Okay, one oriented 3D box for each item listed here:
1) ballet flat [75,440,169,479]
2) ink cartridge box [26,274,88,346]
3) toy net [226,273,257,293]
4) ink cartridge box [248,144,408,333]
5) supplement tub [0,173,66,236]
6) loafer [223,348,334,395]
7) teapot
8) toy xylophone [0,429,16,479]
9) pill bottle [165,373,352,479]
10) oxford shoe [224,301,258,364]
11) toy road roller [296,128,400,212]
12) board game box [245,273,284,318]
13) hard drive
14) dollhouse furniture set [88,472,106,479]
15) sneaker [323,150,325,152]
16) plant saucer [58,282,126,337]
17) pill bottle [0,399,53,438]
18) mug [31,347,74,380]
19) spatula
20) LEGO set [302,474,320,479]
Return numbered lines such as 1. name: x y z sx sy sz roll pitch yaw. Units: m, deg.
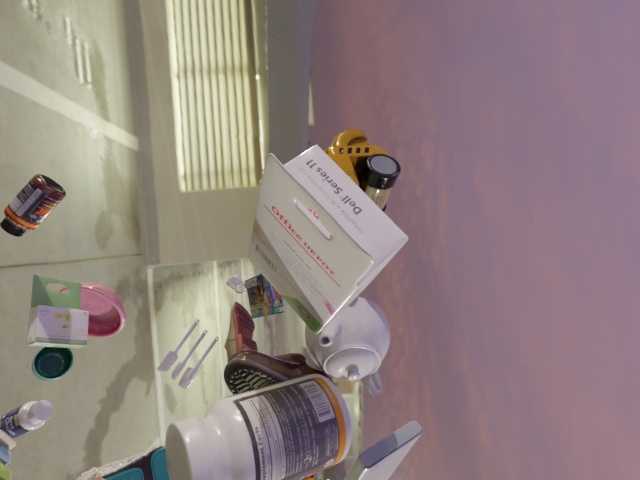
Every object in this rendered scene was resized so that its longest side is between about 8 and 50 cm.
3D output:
1. ballet flat: -0.559 0.711 1.370 0.147 0.409 0.147 5 -84 54
2. ink cartridge box: -0.856 0.231 1.429 0.171 0.056 0.235 27 49 -56
3. toy net: -0.280 0.204 1.822 0.045 0.232 0.122 144 -50 -69
4. ink cartridge box: 0.000 0.000 0.696 0.207 0.119 0.353 47 -26 10
5. supplement tub: -0.906 -0.106 1.363 0.106 0.198 0.106 42 2 -1
6. loafer: -0.099 0.358 1.129 0.366 0.134 0.130 37 27 -37
7. teapot: 0.080 0.289 1.161 0.187 0.256 0.252 -99 -157 -47
8. toy xylophone: -0.917 0.681 1.177 0.236 0.081 0.322 99 -28 -53
9. pill bottle: -0.098 0.330 0.723 0.162 0.278 0.162 7 -81 54
10. oxford shoe: -0.348 0.385 1.776 0.123 0.130 0.348 44 12 -29
11. toy road roller: 0.047 -0.187 1.229 0.202 0.329 0.240 103 -22 -51
12. board game box: -0.184 0.177 1.401 0.201 0.035 0.136 -24 -105 58
13. hard drive: 0.151 0.690 1.284 0.047 0.233 0.353 46 -47 35
14. dollhouse furniture set: -0.510 0.744 0.872 0.394 0.256 0.362 -52 -173 -16
15. sneaker: 0.025 -0.289 1.859 0.094 0.080 0.212 104 -17 -80
16. plant saucer: -1.085 0.322 2.070 0.084 0.332 0.332 -84 173 -56
17. pill bottle: -0.997 0.603 1.473 0.094 0.169 0.094 55 18 -27
18. mug: -0.987 0.445 1.615 0.097 0.129 0.158 -32 -160 47
19. spatula: -0.518 0.452 1.737 0.168 0.019 0.242 50 56 -28
20. LEGO set: -0.117 0.621 1.056 0.331 0.255 0.192 86 -16 -48
